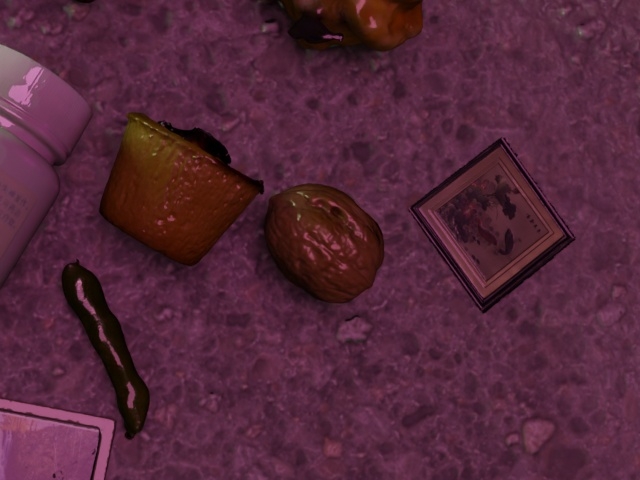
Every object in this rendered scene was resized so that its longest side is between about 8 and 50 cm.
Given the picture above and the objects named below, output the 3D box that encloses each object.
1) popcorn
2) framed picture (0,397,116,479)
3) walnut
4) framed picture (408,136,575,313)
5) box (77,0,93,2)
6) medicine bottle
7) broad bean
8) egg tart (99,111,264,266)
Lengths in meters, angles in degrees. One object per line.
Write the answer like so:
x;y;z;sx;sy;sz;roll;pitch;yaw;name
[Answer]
0.055;-0.414;1.969;0.316;0.281;0.297;-29;97;22;popcorn
-0.448;0.321;1.835;0.324;0.020;0.240;14;78;-13;framed picture
0.000;0.000;1.939;0.184;0.155;0.155;44;74;-6;walnut
0.259;-0.026;2.084;0.199;0.010;0.195;-37;93;-17;framed picture
-0.378;-0.508;1.862;0.339;0.239;0.229;32;78;-9;box
-0.463;-0.050;1.783;0.214;0.213;0.378;32;75;-9;medicine bottle
-0.287;0.145;1.892;0.053;0.052;0.256;-22;91;24;broad bean
-0.195;-0.072;1.878;0.215;0.215;0.170;31;91;-9;egg tart
